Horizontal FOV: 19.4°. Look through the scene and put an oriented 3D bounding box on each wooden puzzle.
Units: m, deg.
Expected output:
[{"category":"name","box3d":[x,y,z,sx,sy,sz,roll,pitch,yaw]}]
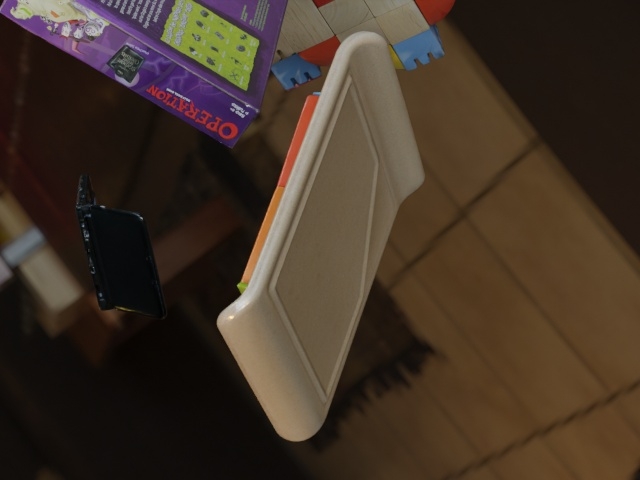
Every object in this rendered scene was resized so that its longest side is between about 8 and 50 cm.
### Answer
[{"category":"wooden puzzle","box3d":[0.000,0.000,1.333,0.044,0.239,0.221,16,157,20]}]

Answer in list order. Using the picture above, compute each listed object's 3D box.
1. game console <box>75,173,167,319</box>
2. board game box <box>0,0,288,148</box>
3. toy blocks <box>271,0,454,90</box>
[{"category":"game console","box3d":[-0.192,0.005,1.828,0.107,0.071,0.122,-96,-3,-59]},{"category":"board game box","box3d":[-0.127,-0.222,1.539,0.208,0.056,0.347,34,-151,-14]},{"category":"toy blocks","box3d":[0.045,-0.287,2.063,0.261,0.381,0.191,53,-161,-48]}]
